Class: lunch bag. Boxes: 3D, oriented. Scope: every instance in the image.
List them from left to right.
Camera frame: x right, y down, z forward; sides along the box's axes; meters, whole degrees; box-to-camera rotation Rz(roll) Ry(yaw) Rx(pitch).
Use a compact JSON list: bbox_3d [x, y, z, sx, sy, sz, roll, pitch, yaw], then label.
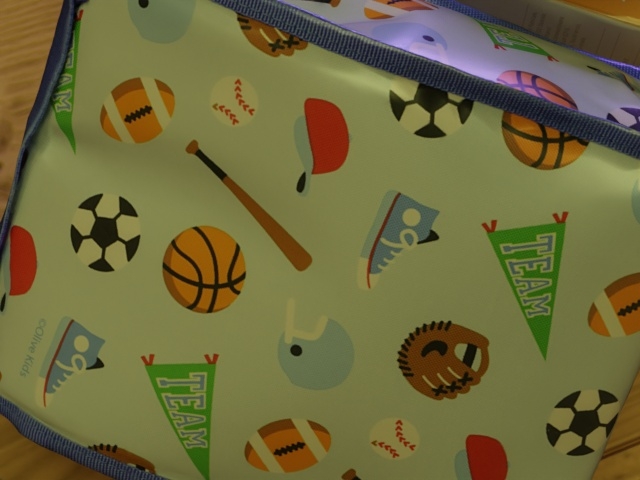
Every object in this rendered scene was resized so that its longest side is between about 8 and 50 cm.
[{"bbox_3d":[0.000,0.000,1.124,0.385,0.239,0.328,16,108,-6],"label":"lunch bag"}]

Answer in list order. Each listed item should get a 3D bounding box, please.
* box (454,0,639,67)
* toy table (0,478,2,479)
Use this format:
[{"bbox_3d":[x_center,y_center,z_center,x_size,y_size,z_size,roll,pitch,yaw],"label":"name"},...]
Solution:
[{"bbox_3d":[0.158,-0.238,1.313,0.345,0.168,0.215,18,73,6],"label":"box"},{"bbox_3d":[-0.330,0.106,1.175,0.252,0.274,0.161,-22,62,33],"label":"toy table"}]
